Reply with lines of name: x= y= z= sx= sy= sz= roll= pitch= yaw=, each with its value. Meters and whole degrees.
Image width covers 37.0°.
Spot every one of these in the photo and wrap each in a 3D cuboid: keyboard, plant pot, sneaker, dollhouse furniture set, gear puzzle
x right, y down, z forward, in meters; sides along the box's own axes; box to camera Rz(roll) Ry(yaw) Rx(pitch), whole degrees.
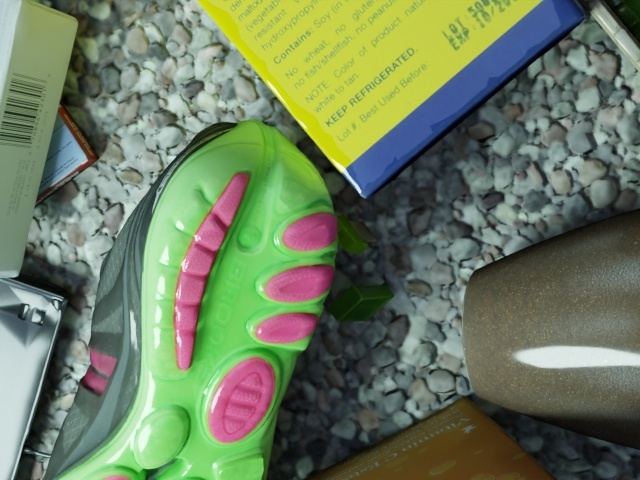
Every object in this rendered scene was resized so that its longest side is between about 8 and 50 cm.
keyboard: x=-0.299 y=0.189 z=0.913 sx=0.202 sy=0.033 sz=0.317 roll=19 pitch=100 yaw=0
plant pot: x=0.234 y=0.067 z=0.731 sx=0.230 sy=0.215 sz=0.215 roll=-4 pitch=98 yaw=25
sneaker: x=-0.122 y=0.117 z=0.810 sx=0.185 sy=0.202 sz=0.482 roll=21 pitch=111 yaw=-19
dollhouse furniture set: x=0.000 y=0.000 z=0.844 sx=0.076 sy=0.058 sz=0.151 roll=-45 pitch=69 yaw=21
gear puzzle: x=0.216 y=-0.180 z=0.697 sx=0.044 sy=0.175 sz=0.339 roll=-39 pitch=90 yaw=21

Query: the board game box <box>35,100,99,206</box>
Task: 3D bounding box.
board game box: x=-0.357 y=-0.057 z=0.902 sx=0.281 sy=0.027 sz=0.145 roll=-34 pitch=91 yaw=14

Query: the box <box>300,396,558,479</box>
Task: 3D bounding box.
box: x=0.080 y=0.260 z=0.679 sx=0.215 sy=0.345 sz=0.168 roll=-26 pitch=93 yaw=-3

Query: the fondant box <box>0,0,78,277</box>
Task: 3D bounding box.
fondant box: x=-0.401 y=-0.122 z=0.842 sx=0.330 sy=0.096 sz=0.238 roll=16 pitch=95 yaw=16

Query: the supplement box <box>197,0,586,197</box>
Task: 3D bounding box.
supplement box: x=0.005 y=-0.235 z=0.722 sx=0.194 sy=0.195 sz=0.356 roll=-39 pitch=90 yaw=13
